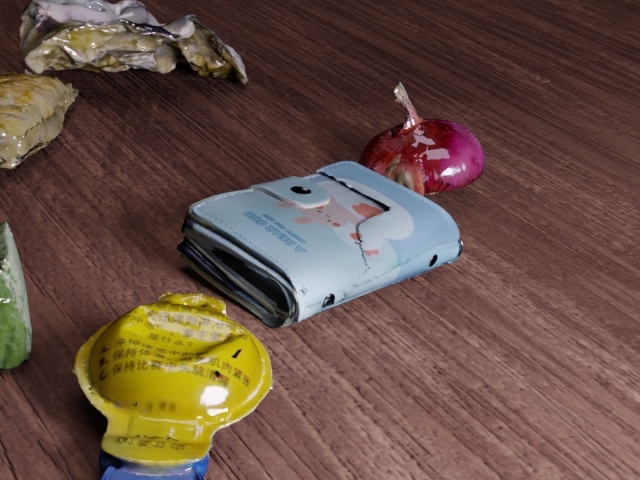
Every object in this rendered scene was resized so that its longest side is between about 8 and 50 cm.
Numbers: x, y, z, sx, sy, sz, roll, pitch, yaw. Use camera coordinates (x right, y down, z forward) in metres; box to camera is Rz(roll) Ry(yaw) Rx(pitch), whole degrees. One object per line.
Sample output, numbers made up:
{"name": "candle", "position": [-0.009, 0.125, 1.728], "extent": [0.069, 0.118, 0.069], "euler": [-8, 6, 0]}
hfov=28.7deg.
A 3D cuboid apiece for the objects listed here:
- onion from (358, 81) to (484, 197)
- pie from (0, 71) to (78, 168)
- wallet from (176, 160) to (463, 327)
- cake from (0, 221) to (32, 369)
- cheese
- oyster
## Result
{"name": "onion", "position": [0.113, -0.120, 1.455], "extent": [0.150, 0.140, 0.150], "euler": [-8, 18, 3]}
{"name": "pie", "position": [-0.367, -0.153, 1.476], "extent": [0.129, 0.068, 0.282], "euler": [8, 20, -1]}
{"name": "wallet", "position": [0.000, 0.000, 1.243], "extent": [0.176, 0.075, 0.250], "euler": [33, 34, 32]}
{"name": "cake", "position": [-0.352, 0.046, 1.000], "extent": [0.235, 0.099, 0.100], "euler": [-1, 24, -17]}
{"name": "cheese", "position": [-0.117, 0.120, 0.949], "extent": [0.157, 0.064, 0.250], "euler": [7, 34, 0]}
{"name": "oyster", "position": [-0.265, -0.272, 1.703], "extent": [0.238, 0.114, 0.351], "euler": [22, 24, 33]}
